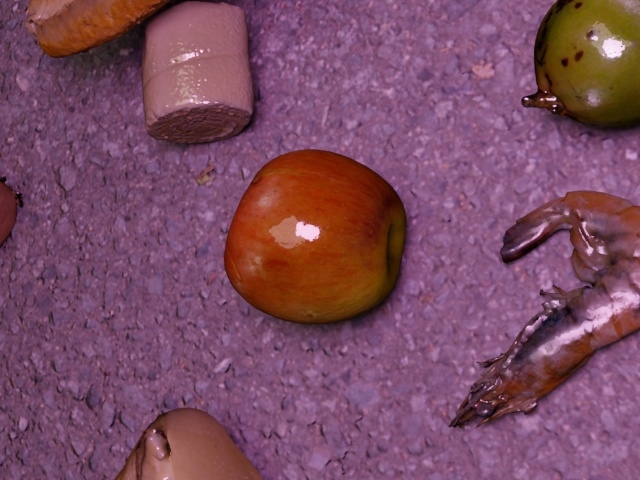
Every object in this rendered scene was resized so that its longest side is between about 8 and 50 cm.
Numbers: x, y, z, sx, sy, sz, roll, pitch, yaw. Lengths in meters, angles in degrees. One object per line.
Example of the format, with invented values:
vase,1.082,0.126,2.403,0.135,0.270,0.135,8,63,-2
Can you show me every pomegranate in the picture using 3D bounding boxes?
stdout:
pomegranate,0.297,-0.209,0.906,0.156,0.156,0.220,21,74,28

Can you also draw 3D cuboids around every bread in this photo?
bread,-0.154,-0.204,1.128,0.148,0.134,0.141,-28,65,59

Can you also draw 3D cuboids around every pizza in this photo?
pizza,-0.159,-0.417,1.125,0.440,0.130,0.406,-24,39,31

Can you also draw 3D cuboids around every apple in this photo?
apple,0.000,0.000,0.996,0.196,0.196,0.195,-4,80,26

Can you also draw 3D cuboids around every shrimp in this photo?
shrimp,0.222,0.068,0.952,0.296,0.058,0.169,-41,59,12

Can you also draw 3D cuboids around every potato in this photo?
potato,-0.154,0.357,1.008,0.242,0.242,0.285,-41,86,15

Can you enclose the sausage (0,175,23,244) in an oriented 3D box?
sausage,-0.579,-0.097,1.343,0.317,0.117,0.125,31,74,27
